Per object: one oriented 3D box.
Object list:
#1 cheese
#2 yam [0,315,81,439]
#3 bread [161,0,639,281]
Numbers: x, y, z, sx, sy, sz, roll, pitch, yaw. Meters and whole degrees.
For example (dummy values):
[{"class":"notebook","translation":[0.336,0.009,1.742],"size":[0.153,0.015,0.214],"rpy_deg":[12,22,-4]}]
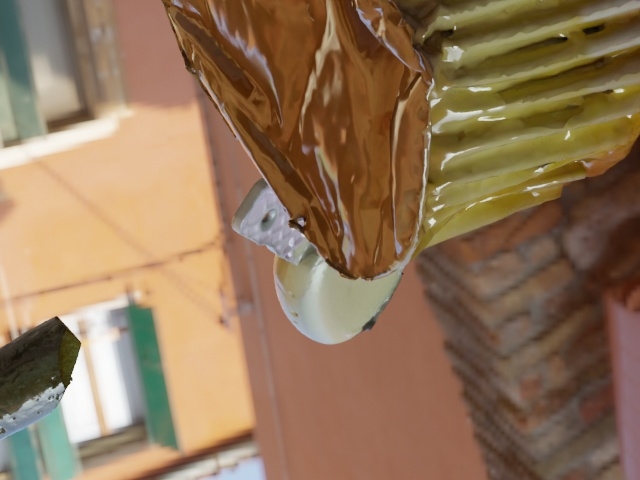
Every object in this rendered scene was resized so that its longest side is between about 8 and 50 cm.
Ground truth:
[{"class":"cheese","translation":[0.000,0.000,1.183],"size":[0.050,0.127,0.255],"rpy_deg":[34,180,22]},{"class":"yam","translation":[-0.247,0.120,1.342],"size":[0.146,0.070,0.070],"rpy_deg":[-28,-157,2]},{"class":"bread","translation":[0.039,-0.124,0.795],"size":[0.156,0.204,0.288],"rpy_deg":[-16,-138,-23]}]
